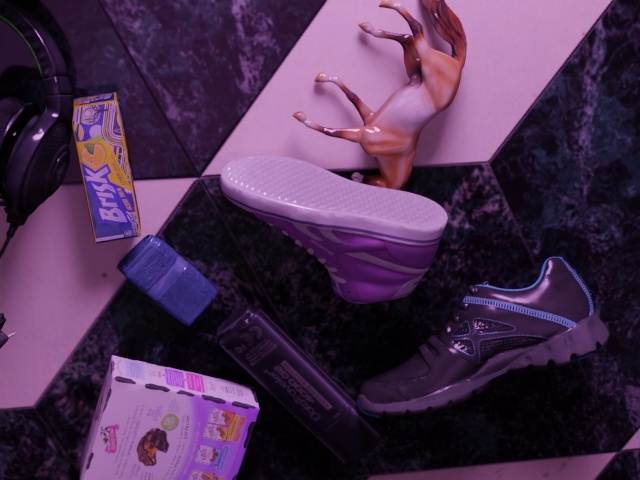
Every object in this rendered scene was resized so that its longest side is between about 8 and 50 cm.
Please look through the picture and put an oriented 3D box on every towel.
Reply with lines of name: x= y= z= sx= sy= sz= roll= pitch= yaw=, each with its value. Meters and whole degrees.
towel: x=-0.190 y=0.049 z=1.418 sx=0.067 sy=0.029 sz=0.119 roll=-45 pitch=111 yaw=7

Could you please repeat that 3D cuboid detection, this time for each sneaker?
sneaker: x=0.199 y=0.135 z=1.498 sx=0.340 sy=0.125 sz=0.140 roll=-22 pitch=85 yaw=0
sneaker: x=0.000 y=0.001 z=1.403 sx=0.282 sy=0.102 sz=0.161 roll=17 pitch=128 yaw=-2

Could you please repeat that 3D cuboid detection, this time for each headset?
headset: x=-0.393 y=-0.078 z=1.232 sx=0.243 sy=0.185 sz=0.394 roll=-6 pitch=97 yaw=6

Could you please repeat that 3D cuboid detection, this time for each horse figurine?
horse figurine: x=0.093 y=-0.180 z=1.372 sx=0.174 sy=0.066 sz=0.263 roll=35 pitch=102 yaw=-14

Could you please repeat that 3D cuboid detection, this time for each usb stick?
usb stick: x=-0.024 y=0.193 z=1.495 sx=0.077 sy=0.045 sz=0.278 roll=-38 pitch=112 yaw=13

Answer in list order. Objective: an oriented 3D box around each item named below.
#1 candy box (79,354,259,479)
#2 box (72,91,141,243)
candy box: x=-0.198 y=0.253 z=1.469 sx=0.196 sy=0.070 sz=0.165 roll=15 pitch=106 yaw=-16
box: x=-0.255 y=-0.085 z=1.344 sx=0.059 sy=0.054 sz=0.169 roll=-10 pitch=112 yaw=-7
